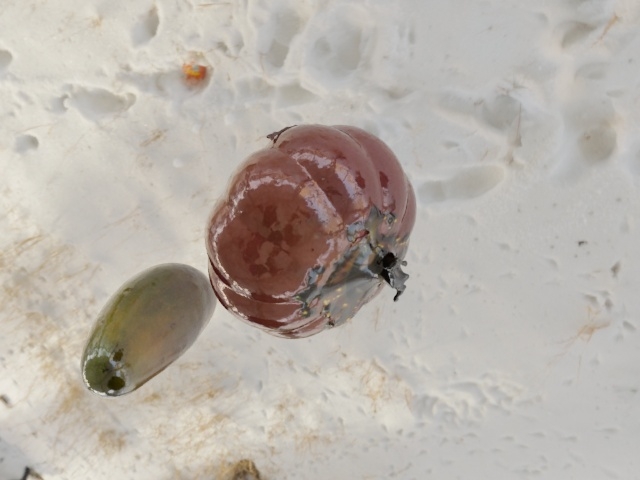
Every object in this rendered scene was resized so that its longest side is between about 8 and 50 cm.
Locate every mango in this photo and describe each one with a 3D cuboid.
[{"bbox_3d":[-0.211,0.100,0.648,0.111,0.267,0.133,29,109,3],"label":"mango"}]

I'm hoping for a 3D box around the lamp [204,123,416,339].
[{"bbox_3d":[0.000,0.000,0.404,0.140,0.182,0.182,45,132,34],"label":"lamp"}]
